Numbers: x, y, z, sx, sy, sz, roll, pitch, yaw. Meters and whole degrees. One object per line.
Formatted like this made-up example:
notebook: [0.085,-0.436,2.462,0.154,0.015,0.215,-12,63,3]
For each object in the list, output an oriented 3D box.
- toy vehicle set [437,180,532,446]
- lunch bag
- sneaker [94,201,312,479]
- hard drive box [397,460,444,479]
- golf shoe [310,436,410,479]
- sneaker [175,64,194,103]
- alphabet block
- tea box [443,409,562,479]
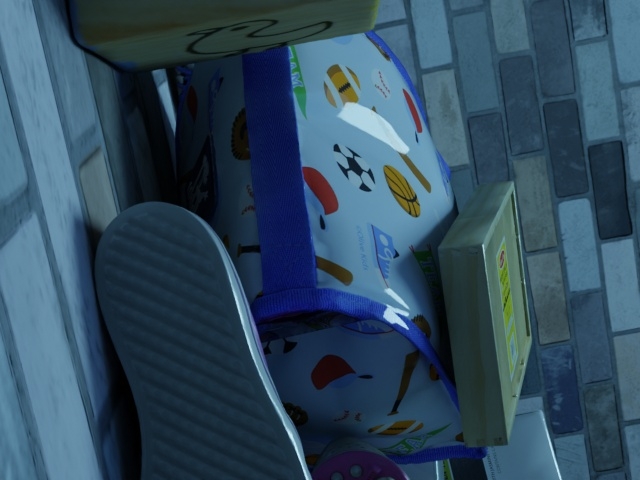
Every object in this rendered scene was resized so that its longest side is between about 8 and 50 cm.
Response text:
toy vehicle set: [0.150,0.053,1.044,0.267,0.035,0.166,-43,126,-71]
lunch bag: [0.000,0.000,1.046,0.385,0.239,0.327,61,19,-60]
sneaker: [-0.059,0.123,0.727,0.161,0.102,0.282,89,-9,-80]
hard drive box: [0.034,0.263,1.175,0.089,0.181,0.232,76,10,-46]
golf shoe: [0.057,0.304,0.986,0.140,0.115,0.306,-113,-168,-82]
sneaker: [-0.098,-0.176,1.193,0.296,0.112,0.131,59,40,-55]
alphabet block: [-0.071,-0.233,0.821,0.192,0.197,0.193,-70,150,-86]
tea box: [0.120,0.398,1.256,0.220,0.324,0.329,78,2,-51]
